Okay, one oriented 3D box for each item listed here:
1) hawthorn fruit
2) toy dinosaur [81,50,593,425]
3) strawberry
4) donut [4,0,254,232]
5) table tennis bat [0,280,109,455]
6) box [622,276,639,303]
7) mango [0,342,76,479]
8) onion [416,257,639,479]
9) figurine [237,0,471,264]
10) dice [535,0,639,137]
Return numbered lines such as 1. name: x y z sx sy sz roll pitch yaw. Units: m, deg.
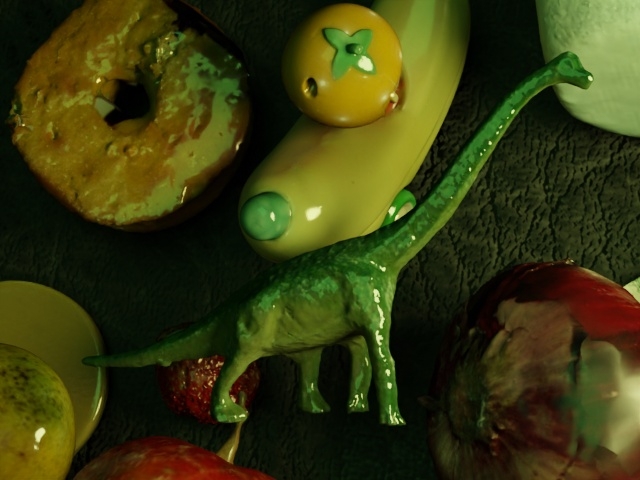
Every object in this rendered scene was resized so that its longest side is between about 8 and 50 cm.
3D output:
1. hawthorn fruit: -0.110 0.252 1.345 0.241 0.242 0.272 5 60 20
2. toy dinosaur: 0.000 0.000 1.319 0.447 0.087 0.301 0 95 15
3. strawberry: -0.106 0.117 1.456 0.106 0.106 0.106 -6 69 16
4. donut: -0.179 -0.124 1.557 0.253 0.118 0.254 -7 66 17
5. table tennis bat: -0.350 0.115 1.562 0.320 0.050 0.198 23 81 21
6. box: 0.301 0.049 1.386 0.083 0.024 0.054 -33 65 4
7. mango: -0.352 0.241 1.392 0.378 0.221 0.264 -48 33 17
8. onion: 0.205 0.139 1.293 0.252 0.219 0.252 1 91 59
9. figurine: 0.029 -0.124 1.429 0.124 0.222 0.325 24 80 27
10. dice: 0.326 -0.250 1.356 0.264 0.262 0.268 -2 71 18
